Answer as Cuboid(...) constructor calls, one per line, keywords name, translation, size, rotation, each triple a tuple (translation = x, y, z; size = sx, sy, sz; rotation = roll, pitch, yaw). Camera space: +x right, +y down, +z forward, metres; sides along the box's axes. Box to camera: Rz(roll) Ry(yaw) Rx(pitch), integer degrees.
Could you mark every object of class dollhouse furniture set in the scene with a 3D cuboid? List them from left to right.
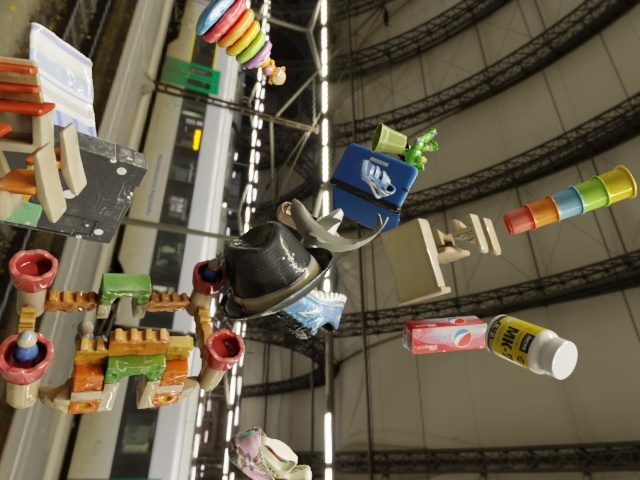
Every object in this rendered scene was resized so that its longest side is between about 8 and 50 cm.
Cuboid(name="dollhouse furniture set", translation=(-0.452, -0.143, 0.583), size=(0.259, 0.262, 0.135), rotation=(-100, -164, -58))
Cuboid(name="dollhouse furniture set", translation=(0.419, 0.085, 1.633), size=(0.362, 0.394, 0.256), rotation=(-24, -110, 36))

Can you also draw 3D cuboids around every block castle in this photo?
Cuboid(name="block castle", translation=(-0.411, 0.173, 0.968), size=(0.213, 0.453, 0.303), rotation=(-59, -141, 35))

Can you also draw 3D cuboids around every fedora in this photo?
Cuboid(name="fedora", translation=(-0.135, 0.048, 1.090), size=(0.152, 0.334, 0.334), rotation=(64, -10, -18))

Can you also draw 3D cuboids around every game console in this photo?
Cuboid(name="game console", translation=(0.198, -0.184, 1.686), size=(0.250, 0.293, 0.173), rotation=(-63, 157, 0))

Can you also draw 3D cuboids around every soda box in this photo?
Cuboid(name="soda box", translation=(0.414, 0.313, 1.501), size=(0.083, 0.263, 0.092), rotation=(-135, -137, -76))

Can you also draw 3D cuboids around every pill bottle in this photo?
Cuboid(name="pill bottle", translation=(0.558, 0.283, 1.204), size=(0.208, 0.119, 0.119), rotation=(16, -84, 61))

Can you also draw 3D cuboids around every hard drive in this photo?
Cuboid(name="hard drive", translation=(-0.551, -0.123, 0.886), size=(0.237, 0.339, 0.064), rotation=(-51, -135, 28))

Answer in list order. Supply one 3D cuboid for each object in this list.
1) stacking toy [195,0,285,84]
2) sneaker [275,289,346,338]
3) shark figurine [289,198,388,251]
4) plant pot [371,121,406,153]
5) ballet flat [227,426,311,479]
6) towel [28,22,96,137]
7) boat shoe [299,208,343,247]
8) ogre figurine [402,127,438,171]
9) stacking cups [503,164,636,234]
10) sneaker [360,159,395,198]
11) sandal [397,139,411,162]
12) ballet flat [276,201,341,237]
Cuboid(name="stacking toy", translation=(-0.214, -0.582, 1.347), size=(0.175, 0.302, 0.166), rotation=(-45, -148, 5))
Cuboid(name="sneaker", translation=(-0.060, 0.209, 1.302), size=(0.130, 0.330, 0.147), rotation=(-12, -111, 52))
Cuboid(name="shark figurine", translation=(0.031, -0.012, 1.174), size=(0.116, 0.278, 0.166), rotation=(19, 82, -73))
Cuboid(name="plant pot", translation=(0.189, -0.270, 1.225), size=(0.083, 0.079, 0.083), rotation=(-166, -90, -82))
Cuboid(name="ballet flat", translation=(-0.065, 0.392, 0.762), size=(0.079, 0.221, 0.077), rotation=(-29, -155, 12))
Cuboid(name="towel", translation=(-0.702, -0.420, 1.235), size=(0.209, 0.034, 0.285), rotation=(32, 48, -71))
Cuboid(name="boat shoe", translation=(0.000, 0.000, 1.513), size=(0.258, 0.084, 0.095), rotation=(-47, -159, -20))
Cuboid(name="ogre figurine", translation=(0.352, -0.309, 1.645), size=(0.097, 0.118, 0.197), rotation=(54, -50, 15))
Cuboid(name="stacking cups", translation=(0.662, -0.095, 1.211), size=(0.096, 0.316, 0.096), rotation=(-23, 90, -79))
Cuboid(name="sneaker", translation=(0.156, -0.171, 1.226), size=(0.059, 0.144, 0.053), rotation=(-1, -120, 38))
Cuboid(name="sandal", translation=(0.369, -0.372, 1.985), size=(0.067, 0.040, 0.179), rotation=(33, -35, 56))
Cuboid(name="ballet flat", translation=(-0.045, -0.071, 1.924), size=(0.106, 0.316, 0.107), rotation=(111, 5, -52))
